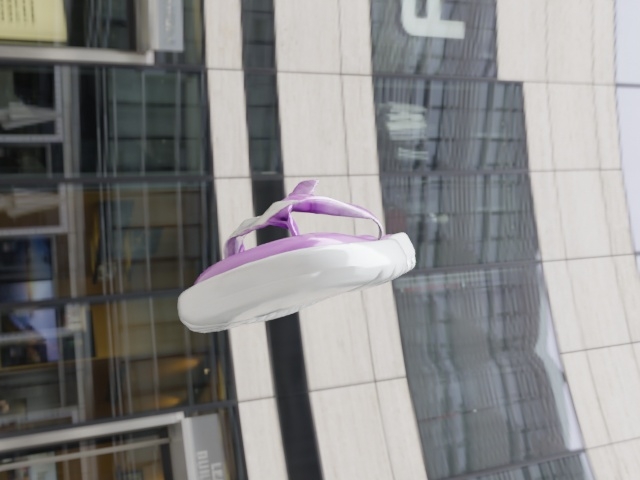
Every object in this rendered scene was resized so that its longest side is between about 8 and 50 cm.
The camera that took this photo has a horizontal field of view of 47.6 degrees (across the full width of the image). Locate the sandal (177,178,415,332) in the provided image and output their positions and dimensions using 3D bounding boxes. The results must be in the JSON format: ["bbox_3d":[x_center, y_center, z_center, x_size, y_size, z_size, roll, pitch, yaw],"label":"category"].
[{"bbox_3d":[-0.015,0.005,0.614,0.416,0.169,0.102,8,63,-80],"label":"sandal"}]
